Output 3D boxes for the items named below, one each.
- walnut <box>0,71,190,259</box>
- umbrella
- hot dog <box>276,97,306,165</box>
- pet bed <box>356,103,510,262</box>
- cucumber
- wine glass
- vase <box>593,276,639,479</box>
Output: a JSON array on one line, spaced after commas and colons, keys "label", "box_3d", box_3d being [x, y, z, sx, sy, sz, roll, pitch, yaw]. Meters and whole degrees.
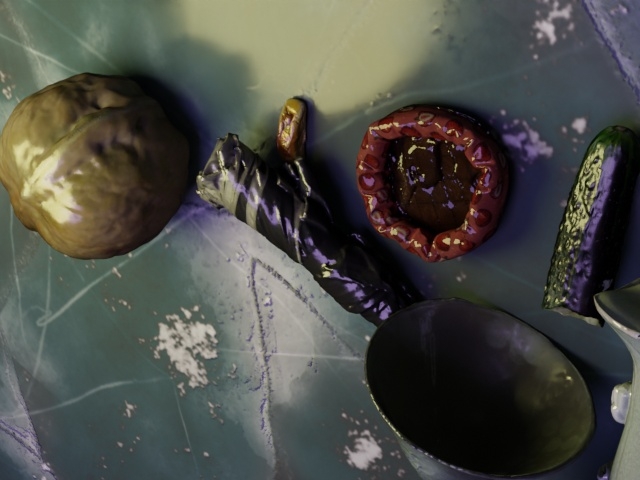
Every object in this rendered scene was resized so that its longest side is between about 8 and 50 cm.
[{"label": "walnut", "box_3d": [-0.303, -0.096, 1.460, 0.248, 0.248, 0.248, 16, 122, 28]}, {"label": "umbrella", "box_3d": [0.000, 0.000, 1.385, 0.357, 0.106, 0.113, 40, 158, 0]}, {"label": "hot dog", "box_3d": [-0.038, -0.132, 1.377, 0.030, 0.034, 0.090, 20, 124, 27]}, {"label": "pet bed", "box_3d": [0.127, -0.067, 1.283, 0.201, 0.053, 0.201, 20, 125, 32]}, {"label": "cucumber", "box_3d": [0.292, -0.013, 1.181, 0.074, 0.074, 0.241, 21, 122, 26]}, {"label": "wine glass", "box_3d": [0.140, 0.307, 1.343, 0.267, 0.267, 0.406, 30, 130, 20]}, {"label": "vase", "box_3d": [0.396, 0.244, 1.144, 0.250, 0.250, 0.445, 2, 110, 35]}]
